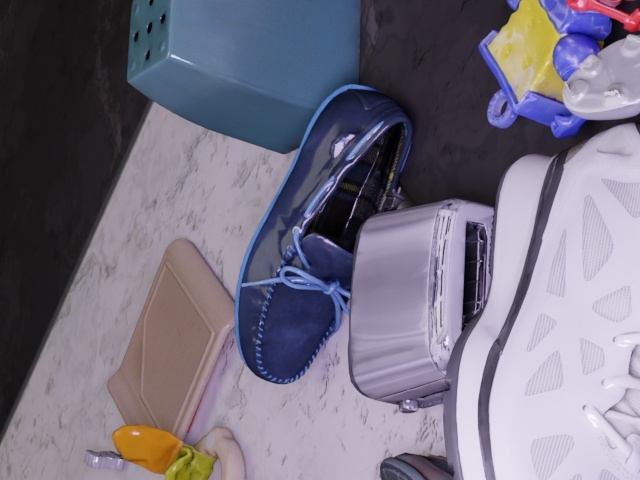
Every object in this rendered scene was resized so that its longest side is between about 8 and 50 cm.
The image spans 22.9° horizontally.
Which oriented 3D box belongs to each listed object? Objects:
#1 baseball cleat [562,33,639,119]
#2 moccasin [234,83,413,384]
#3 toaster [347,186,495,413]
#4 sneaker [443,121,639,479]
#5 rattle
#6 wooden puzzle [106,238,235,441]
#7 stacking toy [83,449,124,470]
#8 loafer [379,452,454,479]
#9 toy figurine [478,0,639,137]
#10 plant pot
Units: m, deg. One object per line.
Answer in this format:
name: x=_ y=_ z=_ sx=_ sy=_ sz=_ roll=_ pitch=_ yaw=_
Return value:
baseball cleat: x=0.299 y=-0.132 z=1.254 sx=0.206 sy=0.109 sz=0.072 roll=-23 pitch=53 yaw=16
moccasin: x=0.000 y=0.000 z=1.706 sx=0.117 sy=0.137 sz=0.342 roll=29 pitch=106 yaw=53
toaster: x=0.116 y=0.050 z=1.515 sx=0.146 sy=0.129 sz=0.227 roll=-15 pitch=66 yaw=52
sneaker: x=0.243 y=0.063 z=1.129 sx=0.257 sy=0.169 sz=0.447 roll=-26 pitch=38 yaw=36
rattle: x=-0.156 y=0.309 z=1.860 sx=0.130 sy=0.143 sz=0.200 roll=-31 pitch=47 yaw=28
wooden puzzle: x=-0.188 y=0.146 z=2.054 sx=0.239 sy=0.044 sz=0.221 roll=-63 pitch=34 yaw=16
stacking toy: x=-0.268 y=0.388 z=2.097 sx=0.221 sy=0.052 sz=0.167 roll=19 pitch=99 yaw=56
loafer: x=0.148 y=0.261 z=1.460 sx=0.267 sy=0.084 sz=0.096 roll=29 pitch=137 yaw=61
toy figurine: x=0.182 y=-0.211 z=1.445 sx=0.217 sy=0.191 sz=0.362 roll=-63 pitch=34 yaw=33
plant pot: x=-0.096 y=-0.218 z=1.834 sx=0.165 sy=0.234 sz=0.166 roll=-20 pitch=64 yaw=54
